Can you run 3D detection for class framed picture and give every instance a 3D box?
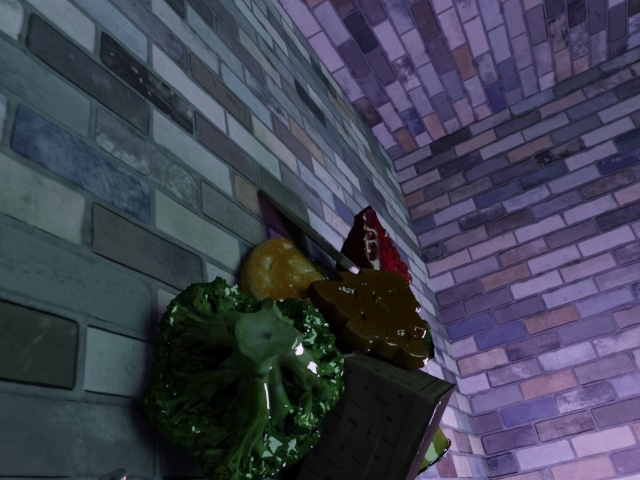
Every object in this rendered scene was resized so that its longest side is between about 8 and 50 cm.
[{"bbox_3d":[0.000,0.000,1.323,0.335,0.022,0.247,40,1,36],"label":"framed picture"}]

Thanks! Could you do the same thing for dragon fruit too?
[{"bbox_3d":[0.153,0.056,1.517,0.240,0.302,0.330,-15,104,-31],"label":"dragon fruit"}]

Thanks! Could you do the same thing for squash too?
[{"bbox_3d":[0.206,0.501,1.270,0.220,0.220,0.133,15,49,-66],"label":"squash"}]

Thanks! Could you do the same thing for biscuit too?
[{"bbox_3d":[0.126,0.147,1.094,0.278,0.043,0.301,35,31,14],"label":"biscuit"}]

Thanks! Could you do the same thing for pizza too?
[{"bbox_3d":[-0.064,0.098,1.117,0.228,0.081,0.290,20,28,-10],"label":"pizza"}]

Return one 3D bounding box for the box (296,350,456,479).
[{"bbox_3d":[0.105,0.378,0.972,0.225,0.190,0.297,18,94,-66],"label":"box"}]

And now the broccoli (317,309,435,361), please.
[{"bbox_3d":[0.114,0.226,1.230,0.297,0.297,0.298,-7,90,-85],"label":"broccoli"}]

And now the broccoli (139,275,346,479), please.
[{"bbox_3d":[-0.106,0.182,0.744,0.275,0.307,0.308,103,-18,-52],"label":"broccoli"}]

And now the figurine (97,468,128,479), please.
[{"bbox_3d":[-0.183,0.373,0.552,0.143,0.143,0.272,-34,125,-70],"label":"figurine"}]
